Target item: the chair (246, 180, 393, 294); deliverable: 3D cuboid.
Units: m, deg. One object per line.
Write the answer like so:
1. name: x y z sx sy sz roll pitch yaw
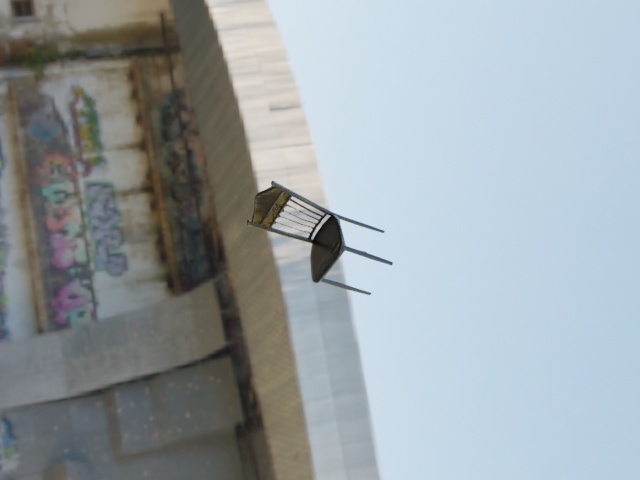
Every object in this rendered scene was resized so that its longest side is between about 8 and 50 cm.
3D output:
1. chair: -0.001 0.001 0.627 0.037 0.086 0.042 -55 -156 35
